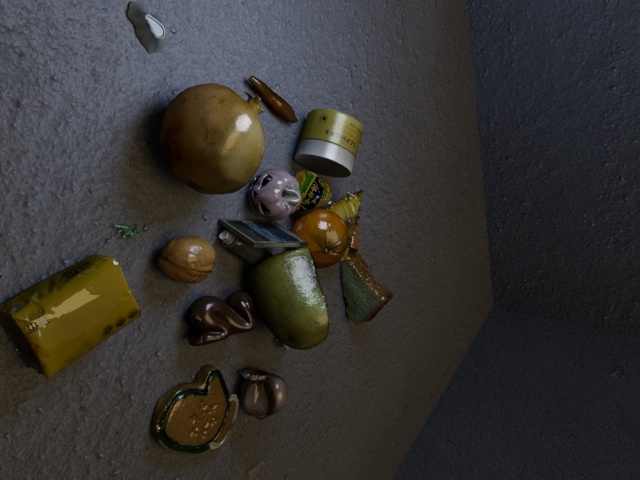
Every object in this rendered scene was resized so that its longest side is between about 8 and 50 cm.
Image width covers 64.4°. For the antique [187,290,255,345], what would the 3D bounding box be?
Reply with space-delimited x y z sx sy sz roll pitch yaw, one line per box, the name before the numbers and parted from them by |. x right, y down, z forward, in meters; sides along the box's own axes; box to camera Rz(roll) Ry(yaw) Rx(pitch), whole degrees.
antique | -0.318 0.239 1.651 0.256 0.121 0.143 -9 97 -44

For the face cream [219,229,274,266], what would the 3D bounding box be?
face cream | -0.239 0.039 1.734 0.283 0.073 0.073 40 67 -49

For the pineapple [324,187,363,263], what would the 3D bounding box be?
pineapple | 0.072 -0.062 2.090 0.161 0.158 0.335 -91 -173 -78

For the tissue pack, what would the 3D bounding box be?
tissue pack | -0.605 0.176 1.244 0.271 0.134 0.192 -39 127 -41

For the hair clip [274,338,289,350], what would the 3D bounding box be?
hair clip | -0.093 0.332 2.000 0.218 0.071 0.159 -53 141 -22

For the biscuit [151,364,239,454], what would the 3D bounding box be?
biscuit | -0.391 0.560 1.678 0.343 0.057 0.287 35 71 -50

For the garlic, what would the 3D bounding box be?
garlic | -0.235 0.549 1.791 0.256 0.207 0.207 -37 126 -44

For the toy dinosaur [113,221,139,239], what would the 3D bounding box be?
toy dinosaur | -0.526 -0.034 1.390 0.062 0.021 0.083 -52 139 -41

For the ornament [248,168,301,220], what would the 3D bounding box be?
ornament | -0.149 -0.155 1.730 0.177 0.177 0.178 -16 111 -49

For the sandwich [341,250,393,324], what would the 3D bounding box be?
sandwich | 0.163 0.216 2.264 0.099 0.288 0.254 -28 164 -38

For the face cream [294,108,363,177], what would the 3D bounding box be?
face cream | 0.032 -0.355 1.869 0.218 0.218 0.179 27 76 -52

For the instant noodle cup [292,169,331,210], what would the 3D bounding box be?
instant noodle cup | -0.035 -0.179 1.898 0.122 0.151 0.151 6 94 -63

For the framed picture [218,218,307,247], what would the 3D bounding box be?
framed picture | -0.189 -0.023 1.697 0.260 0.189 0.023 0 116 -51

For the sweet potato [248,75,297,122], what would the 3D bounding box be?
sweet potato | -0.159 -0.475 1.730 0.264 0.057 0.057 33 73 -47

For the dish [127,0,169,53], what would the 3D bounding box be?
dish | -0.448 -0.567 1.344 0.091 0.039 0.137 -60 140 -23

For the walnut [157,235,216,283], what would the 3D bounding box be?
walnut | -0.386 0.056 1.499 0.180 0.144 0.144 22 81 -57

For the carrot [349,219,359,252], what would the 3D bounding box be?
carrot | 0.137 -0.054 2.204 0.072 0.072 0.205 30 60 -51

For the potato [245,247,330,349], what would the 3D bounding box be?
potato | -0.118 0.240 1.732 0.212 0.280 0.330 -7 139 -26

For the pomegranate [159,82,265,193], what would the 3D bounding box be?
pomegranate | -0.286 -0.289 1.421 0.319 0.319 0.319 -16 111 -49

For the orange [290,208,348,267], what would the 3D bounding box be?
orange | 0.000 0.000 1.917 0.240 0.171 0.240 -11 128 -14
